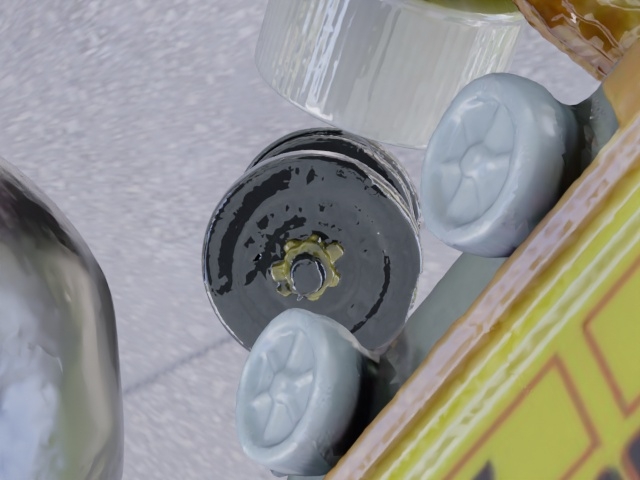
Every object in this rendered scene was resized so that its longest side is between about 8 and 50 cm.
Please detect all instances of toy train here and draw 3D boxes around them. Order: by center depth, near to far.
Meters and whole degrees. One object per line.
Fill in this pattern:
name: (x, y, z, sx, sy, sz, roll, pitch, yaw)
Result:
toy train: (0.057, 0.046, 0.409, 0.089, 0.127, 0.219, 19, 124, -32)

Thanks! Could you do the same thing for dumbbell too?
dumbbell: (0.000, 0.000, 1.609, 0.185, 0.388, 0.185, 1, 99, 3)

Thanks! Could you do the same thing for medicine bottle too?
medicine bottle: (0.094, -0.274, 1.315, 0.224, 0.224, 0.384, 12, 116, -15)

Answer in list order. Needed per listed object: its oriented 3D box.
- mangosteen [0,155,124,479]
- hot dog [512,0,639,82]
mangosteen: (-0.314, 0.075, 0.950, 0.435, 0.382, 0.382, 45, 80, -9)
hot dog: (0.102, -0.152, 0.450, 0.175, 0.114, 0.259, -36, 144, -10)
